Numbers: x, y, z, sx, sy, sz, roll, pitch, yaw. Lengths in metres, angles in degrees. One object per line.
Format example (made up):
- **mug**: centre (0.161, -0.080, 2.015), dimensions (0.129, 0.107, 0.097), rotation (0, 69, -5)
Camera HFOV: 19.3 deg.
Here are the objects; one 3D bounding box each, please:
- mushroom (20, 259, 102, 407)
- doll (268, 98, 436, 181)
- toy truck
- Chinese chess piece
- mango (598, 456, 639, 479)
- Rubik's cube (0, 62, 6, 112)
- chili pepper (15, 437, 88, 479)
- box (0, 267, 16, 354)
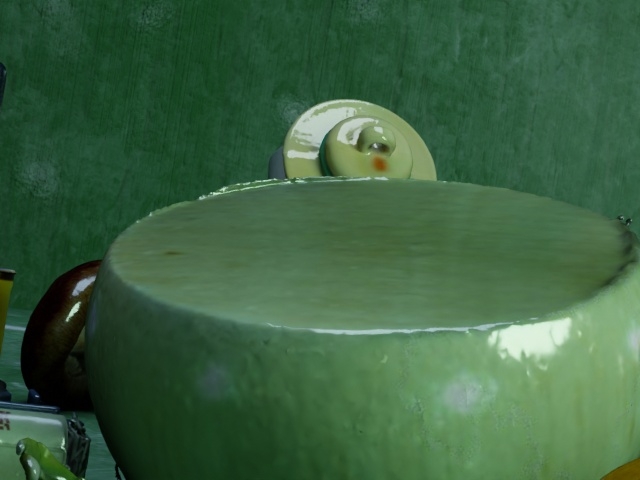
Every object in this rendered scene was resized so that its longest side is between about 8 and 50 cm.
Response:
- **mushroom**: centre (-0.144, 0.111, 1.681), dimensions (0.217, 0.148, 0.227), rotation (25, 9, 14)
- **doll**: centre (-0.019, -0.006, 1.611), dimensions (0.271, 0.144, 0.208), rotation (-16, -37, 24)
- **toy truck**: centre (-0.228, 0.114, 1.033), dimensions (0.201, 0.074, 0.088), rotation (9, 8, -25)
- **Chinese chess piece**: centre (0.033, 0.067, 1.136), dimensions (0.349, 0.146, 0.349), rotation (0, 17, 0)
- **mango**: centre (0.248, 0.156, 0.932), dimensions (0.252, 0.126, 0.154), rotation (3, 2, 9)
- **Rubik's cube**: centre (-0.436, -0.029, 1.533), dimensions (0.292, 0.293, 0.287), rotation (10, -1, -20)
- **chili pepper**: centre (0.030, 0.139, 0.744), dimensions (0.359, 0.076, 0.085), rotation (5, -20, 25)
- **box**: centre (-0.336, 0.067, 1.323), dimensions (0.247, 0.129, 0.033), rotation (7, -1, 21)
